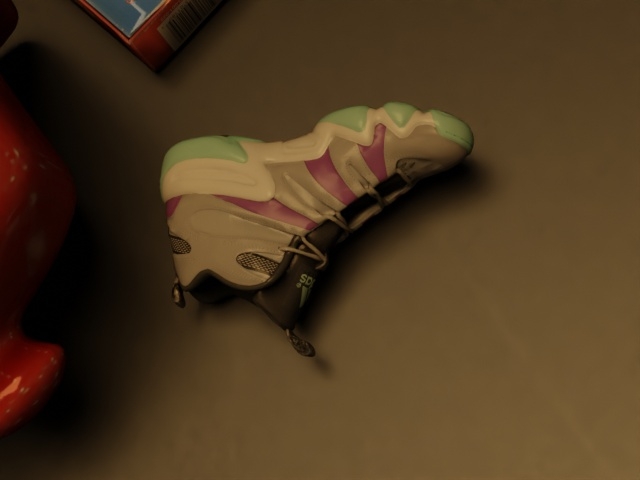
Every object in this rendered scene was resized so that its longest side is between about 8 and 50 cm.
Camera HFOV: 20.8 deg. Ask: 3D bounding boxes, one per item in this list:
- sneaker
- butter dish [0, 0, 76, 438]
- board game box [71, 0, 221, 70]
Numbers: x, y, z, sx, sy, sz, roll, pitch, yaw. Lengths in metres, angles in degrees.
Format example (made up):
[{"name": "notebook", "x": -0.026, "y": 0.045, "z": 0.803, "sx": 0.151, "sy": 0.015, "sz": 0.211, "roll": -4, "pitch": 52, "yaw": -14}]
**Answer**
[{"name": "sneaker", "x": 0.000, "y": 0.000, "z": 0.515, "sx": 0.098, "sy": 0.038, "sz": 0.069, "roll": -11, "pitch": 70, "yaw": 22}, {"name": "butter dish", "x": -0.123, "y": 0.008, "z": 0.501, "sx": 0.160, "sy": 0.160, "sz": 0.118, "roll": -45, "pitch": 89, "yaw": -3}, {"name": "board game box", "x": -0.105, "y": -0.193, "z": 0.616, "sx": 0.281, "sy": 0.027, "sz": 0.145, "roll": 41, "pitch": 85, "yaw": 24}]
